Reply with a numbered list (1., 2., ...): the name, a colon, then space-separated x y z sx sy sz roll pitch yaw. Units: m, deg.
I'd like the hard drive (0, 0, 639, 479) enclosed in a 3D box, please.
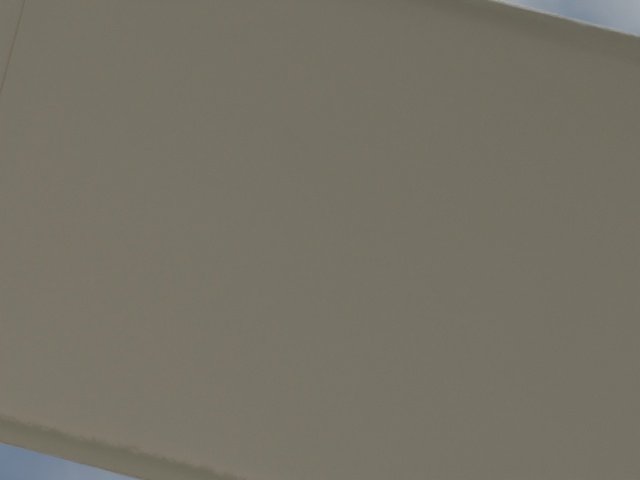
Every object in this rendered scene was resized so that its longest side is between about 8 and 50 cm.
1. hard drive: 0.000 0.000 0.658 0.307 0.040 0.203 14 -92 2
